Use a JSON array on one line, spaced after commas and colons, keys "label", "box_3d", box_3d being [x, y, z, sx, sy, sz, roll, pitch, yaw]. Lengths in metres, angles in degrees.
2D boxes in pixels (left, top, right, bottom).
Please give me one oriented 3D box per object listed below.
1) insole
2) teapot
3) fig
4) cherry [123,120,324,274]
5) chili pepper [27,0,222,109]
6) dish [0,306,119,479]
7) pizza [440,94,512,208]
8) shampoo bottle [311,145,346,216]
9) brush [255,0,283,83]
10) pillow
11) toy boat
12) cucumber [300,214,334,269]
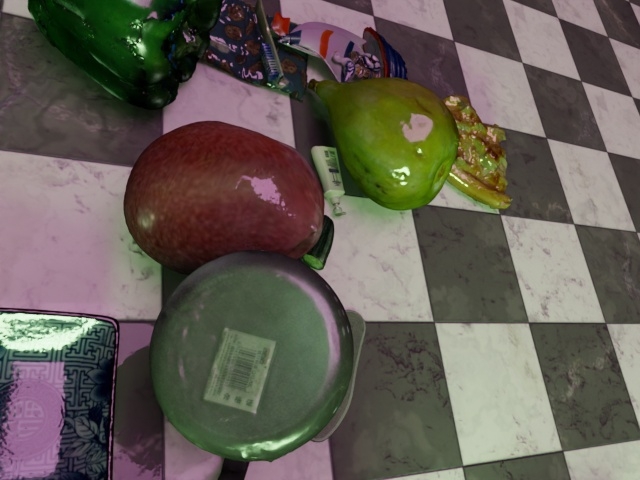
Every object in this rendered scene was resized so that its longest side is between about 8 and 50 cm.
[{"label": "insole", "box_3d": [0.027, 0.214, 0.870, 0.080, 0.003, 0.232, 32, 56, -12]}, {"label": "teapot", "box_3d": [-0.067, 0.180, 0.686, 0.223, 0.285, 0.306, -14, 81, -4]}, {"label": "fig", "box_3d": [0.100, -0.189, 0.994, 0.313, 0.233, 0.233, 19, 58, 1]}, {"label": "cherry", "box_3d": [-0.127, -0.053, 0.747, 0.261, 0.307, 0.222, -2, 99, -53]}, {"label": "chili pepper", "box_3d": [-0.303, -0.356, 0.832, 0.256, 0.233, 0.249, 33, 39, -3]}, {"label": "dish", "box_3d": [-0.339, 0.207, 0.620, 0.181, 0.080, 0.244, 10, 60, -32]}, {"label": "pizza", "box_3d": [0.326, -0.222, 1.195, 0.323, 0.089, 0.223, 41, 57, -7]}, {"label": "shampoo bottle", "box_3d": [0.019, -0.111, 1.002, 0.048, 0.034, 0.141, 2, 67, -36]}, {"label": "brush", "box_3d": [-0.107, -0.381, 1.024, 0.029, 0.033, 0.179, -11, 75, -18]}, {"label": "pillow", "box_3d": [-0.137, -0.390, 1.051, 0.255, 0.034, 0.189, 16, 63, -24]}, {"label": "toy boat", "box_3d": [0.053, -0.403, 1.136, 0.318, 0.072, 0.219, 31, 54, -12]}, {"label": "cucumber", "box_3d": [0.000, 0.000, 0.932, 0.048, 0.048, 0.105, 30, 54, -13]}]
